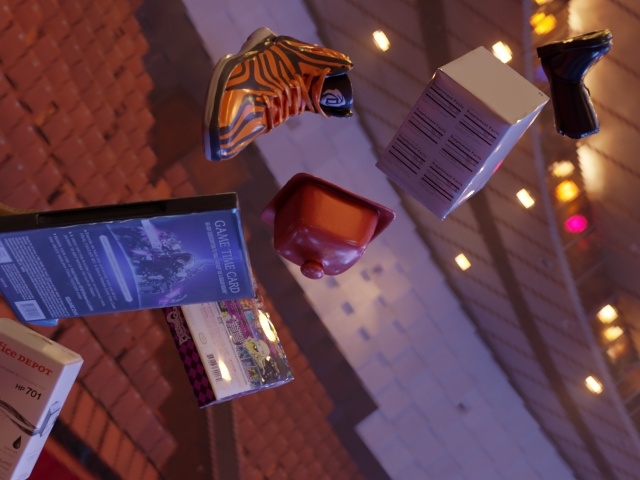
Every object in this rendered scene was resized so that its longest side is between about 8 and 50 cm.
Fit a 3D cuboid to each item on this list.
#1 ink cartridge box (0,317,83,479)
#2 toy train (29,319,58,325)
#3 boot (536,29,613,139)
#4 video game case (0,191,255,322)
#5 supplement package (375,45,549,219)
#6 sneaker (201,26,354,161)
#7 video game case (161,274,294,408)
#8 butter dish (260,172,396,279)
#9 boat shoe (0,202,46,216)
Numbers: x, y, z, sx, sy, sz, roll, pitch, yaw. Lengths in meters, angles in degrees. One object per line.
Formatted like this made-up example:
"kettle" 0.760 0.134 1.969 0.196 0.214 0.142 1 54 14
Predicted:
"ink cartridge box" -0.439 0.222 1.446 0.140 0.190 0.082 26 3 6
"toy train" -0.439 0.069 1.639 0.105 0.143 0.248 16 -15 -20
"boot" 0.543 -0.318 2.142 0.246 0.094 0.207 -170 -119 -73
"video game case" -0.216 0.023 1.127 0.196 0.274 0.026 86 -3 -59
"supplement package" 0.230 -0.177 1.689 0.149 0.194 0.203 40 -56 10
"sneaker" -0.048 -0.210 1.489 0.180 0.321 0.124 12 -50 11
"video game case" -0.146 0.118 1.529 0.210 0.042 0.232 -5 69 -61
"butter dish" 0.000 0.000 1.458 0.160 0.118 0.160 23 -33 -15
"boat shoe" -0.363 0.016 1.287 0.285 0.102 0.092 18 -15 1
